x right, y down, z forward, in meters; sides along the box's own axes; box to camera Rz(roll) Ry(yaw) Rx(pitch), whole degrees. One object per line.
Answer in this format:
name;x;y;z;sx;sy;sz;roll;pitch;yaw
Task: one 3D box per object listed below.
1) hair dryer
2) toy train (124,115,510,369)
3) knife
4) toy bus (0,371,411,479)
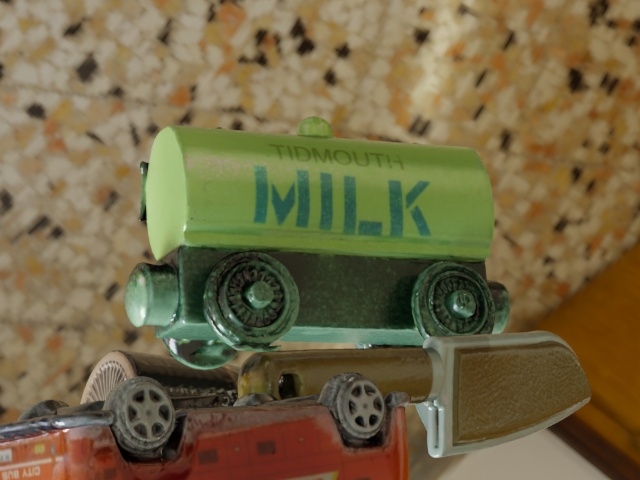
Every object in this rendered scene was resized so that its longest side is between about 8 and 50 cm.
hair dryer;-0.015;0.176;1.144;0.189;0.352;0.107;10;101;-31
toy train;0.000;0.000;1.054;0.253;0.105;0.157;2;75;-25
knife;0.060;0.078;0.870;0.343;0.027;0.061;1;89;-57
toy bus;-0.040;0.093;0.652;0.174;0.079;0.077;3;77;-40
